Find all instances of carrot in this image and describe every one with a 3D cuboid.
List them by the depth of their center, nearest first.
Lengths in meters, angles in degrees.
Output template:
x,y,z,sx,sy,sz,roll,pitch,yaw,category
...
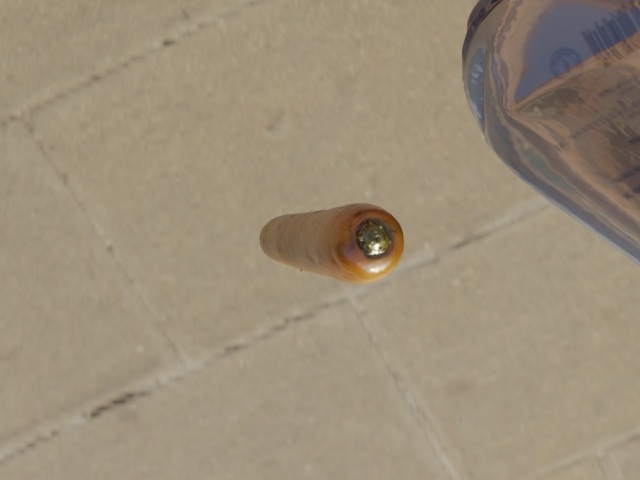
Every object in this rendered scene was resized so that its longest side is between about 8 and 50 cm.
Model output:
x,y,z,sx,sy,sz,roll,pitch,yaw,category
0.000,0.000,1.036,0.043,0.248,0.043,0,91,-14,carrot

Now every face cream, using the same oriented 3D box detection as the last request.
x,y,z,sx,sy,sz,roll,pitch,yaw,category
0.263,-0.080,1.353,0.234,0.420,0.137,-31,137,-21,face cream
